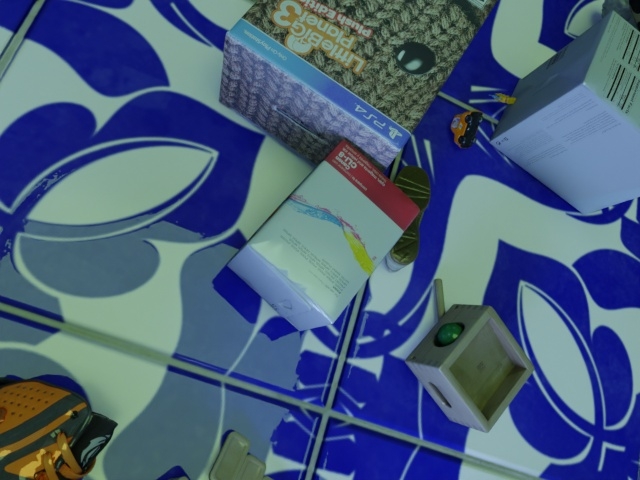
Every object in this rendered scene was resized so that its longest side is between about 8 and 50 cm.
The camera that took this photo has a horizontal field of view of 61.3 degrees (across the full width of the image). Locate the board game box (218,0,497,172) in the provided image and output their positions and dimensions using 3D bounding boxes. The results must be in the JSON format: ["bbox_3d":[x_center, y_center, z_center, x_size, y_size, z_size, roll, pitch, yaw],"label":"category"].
[{"bbox_3d":[0.050,-0.249,0.698,0.232,0.141,0.290,34,68,-1],"label":"board game box"}]

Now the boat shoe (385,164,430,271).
[{"bbox_3d":[0.115,-0.032,0.740,0.056,0.048,0.152,13,66,-8],"label":"boat shoe"}]

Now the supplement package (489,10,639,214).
[{"bbox_3d":[0.407,-0.174,0.791,0.203,0.194,0.149,34,69,-9],"label":"supplement package"}]

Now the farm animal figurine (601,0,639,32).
[{"bbox_3d":[0.566,-0.284,0.823,0.172,0.330,0.326,-23,89,-4],"label":"farm animal figurine"}]

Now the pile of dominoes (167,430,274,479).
[{"bbox_3d":[-0.089,0.358,0.565,0.251,0.040,0.196,54,46,-2],"label":"pile of dominoes"}]

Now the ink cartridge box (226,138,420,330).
[{"bbox_3d":[0.000,0.000,0.640,0.127,0.128,0.176,42,67,-5],"label":"ink cartridge box"}]

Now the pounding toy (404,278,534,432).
[{"bbox_3d":[0.181,0.141,0.699,0.130,0.100,0.141,-43,104,-23],"label":"pounding toy"}]

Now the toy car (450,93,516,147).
[{"bbox_3d":[0.243,-0.185,0.827,0.122,0.060,0.041,-27,43,-31],"label":"toy car"}]

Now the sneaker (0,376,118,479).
[{"bbox_3d":[-0.236,0.239,0.460,0.180,0.124,0.321,-38,68,-26],"label":"sneaker"}]
